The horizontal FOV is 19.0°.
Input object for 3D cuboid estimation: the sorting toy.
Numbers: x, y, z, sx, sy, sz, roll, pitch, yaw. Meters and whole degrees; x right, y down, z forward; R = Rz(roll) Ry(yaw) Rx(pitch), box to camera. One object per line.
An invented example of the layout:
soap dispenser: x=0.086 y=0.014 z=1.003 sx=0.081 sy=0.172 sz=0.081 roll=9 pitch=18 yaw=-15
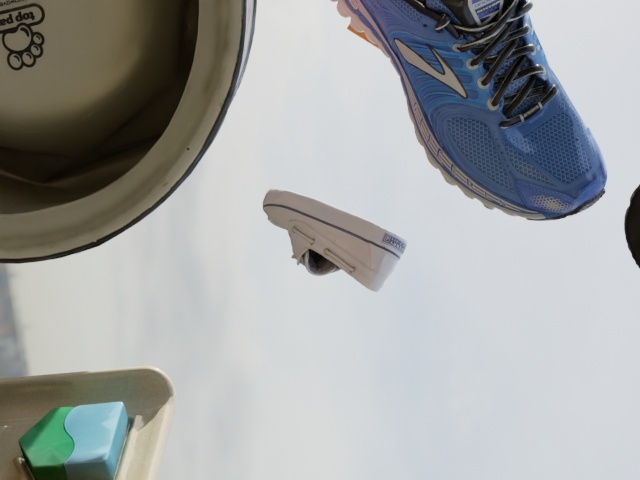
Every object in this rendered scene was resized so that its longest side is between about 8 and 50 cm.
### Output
sorting toy: x=-0.191 y=0.150 z=1.095 sx=0.208 sy=0.193 sz=0.038 roll=-82 pitch=163 yaw=-51

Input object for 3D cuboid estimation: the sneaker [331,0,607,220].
sneaker: x=0.124 y=-0.158 z=1.590 sx=0.330 sy=0.130 sz=0.147 roll=51 pitch=-19 yaw=2

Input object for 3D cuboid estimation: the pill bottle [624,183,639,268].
pill bottle: x=0.395 y=-0.034 z=1.829 sx=0.123 sy=0.219 sz=0.123 roll=15 pitch=-65 yaw=36

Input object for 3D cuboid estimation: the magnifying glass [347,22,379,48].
magnifying glass: x=0.131 y=-0.165 z=1.950 sx=0.026 sy=0.231 sz=0.092 roll=-59 pitch=-175 yaw=-27

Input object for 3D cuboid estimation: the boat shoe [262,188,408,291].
boat shoe: x=0.000 y=0.000 z=2.326 sx=0.258 sy=0.095 sz=0.084 roll=20 pitch=-96 yaw=56

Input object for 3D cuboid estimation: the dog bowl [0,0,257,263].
dog bowl: x=-0.229 y=-0.195 z=1.496 sx=0.150 sy=0.408 sz=0.408 roll=-33 pitch=117 yaw=-71
